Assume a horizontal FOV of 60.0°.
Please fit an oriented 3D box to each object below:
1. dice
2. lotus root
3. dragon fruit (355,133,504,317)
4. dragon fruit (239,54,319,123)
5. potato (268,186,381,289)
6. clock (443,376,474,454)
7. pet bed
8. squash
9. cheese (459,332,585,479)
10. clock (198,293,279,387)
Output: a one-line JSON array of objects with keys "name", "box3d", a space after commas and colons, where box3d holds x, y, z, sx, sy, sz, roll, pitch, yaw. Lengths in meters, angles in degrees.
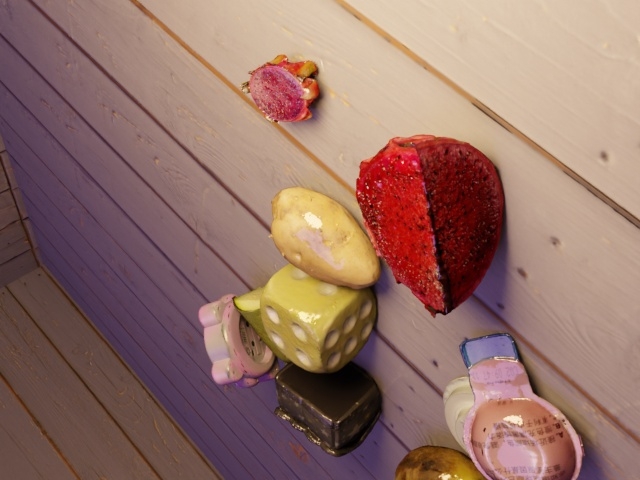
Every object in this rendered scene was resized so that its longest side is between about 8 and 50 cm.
[{"name": "dice", "box3d": [-0.004, 0.142, 1.088, 0.169, 0.169, 0.166, 28, 140, 35]}, {"name": "lotus root", "box3d": [0.253, 0.490, 1.103, 0.169, 0.141, 0.314, 39, 153, -5]}, {"name": "dragon fruit", "box3d": [0.156, -0.032, 0.761, 0.163, 0.189, 0.261, -105, 1, -67]}, {"name": "dragon fruit", "box3d": [-0.053, -0.247, 0.897, 0.126, 0.068, 0.112, -16, 118, 43]}, {"name": "potato", "box3d": [-0.001, 0.002, 0.998, 0.234, 0.128, 0.161, 49, 151, -2]}, {"name": "clock", "box3d": [0.312, 0.353, 0.994, 0.236, 0.053, 0.236, 33, 143, 29]}, {"name": "pet bed", "box3d": [0.014, 0.369, 1.268, 0.211, 0.183, 0.159, 26, 132, 33]}, {"name": "squash", "box3d": [-0.083, 0.211, 1.331, 0.137, 0.137, 0.287, 14, 144, 45]}, {"name": "cheese", "box3d": [0.306, 0.290, 0.884, 0.189, 0.074, 0.285, -22, 85, 33]}, {"name": "clock", "box3d": [-0.192, 0.239, 1.328, 0.090, 0.248, 0.227, -20, 78, 17]}]
